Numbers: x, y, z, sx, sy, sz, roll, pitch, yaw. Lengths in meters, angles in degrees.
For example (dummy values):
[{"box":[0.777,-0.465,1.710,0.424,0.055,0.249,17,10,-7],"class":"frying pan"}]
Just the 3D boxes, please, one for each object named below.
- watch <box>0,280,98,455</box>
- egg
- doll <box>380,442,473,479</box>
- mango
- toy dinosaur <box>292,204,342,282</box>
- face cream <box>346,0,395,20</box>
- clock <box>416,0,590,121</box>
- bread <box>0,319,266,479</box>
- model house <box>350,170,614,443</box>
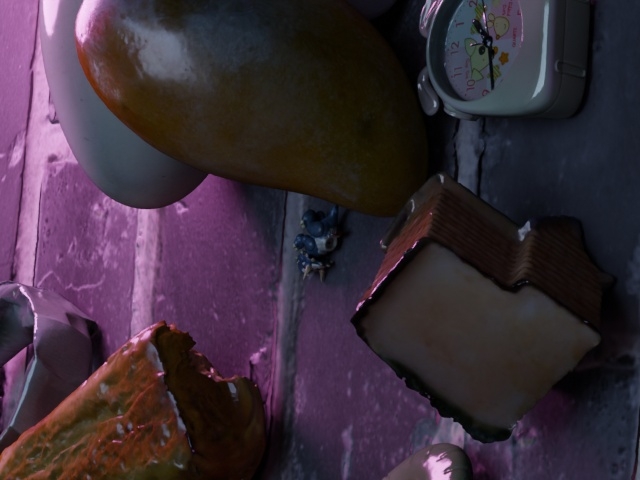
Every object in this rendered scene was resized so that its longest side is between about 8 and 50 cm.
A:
[{"box":[-0.374,0.166,2.334,0.253,0.161,0.241,9,82,49],"class":"watch"},{"box":[-0.184,-0.218,2.127,0.230,0.230,0.371,-5,83,48],"class":"egg"},{"box":[0.021,0.312,1.790,0.268,0.216,0.284,-39,23,31],"class":"doll"},{"box":[-0.060,-0.154,1.920,0.384,0.221,0.199,34,146,5],"class":"mango"},{"box":[0.000,0.000,2.021,0.047,0.030,0.083,31,107,46],"class":"toy dinosaur"},{"box":[0.030,-0.267,1.997,0.095,0.091,0.091,36,109,54],"class":"face cream"},{"box":[0.162,-0.182,1.848,0.191,0.062,0.152,-3,81,49],"class":"clock"},{"box":[-0.195,0.231,2.111,0.344,0.148,0.195,-38,67,37],"class":"bread"},{"box":[0.141,0.040,1.752,0.166,0.183,0.172,-49,11,34],"class":"model house"}]
